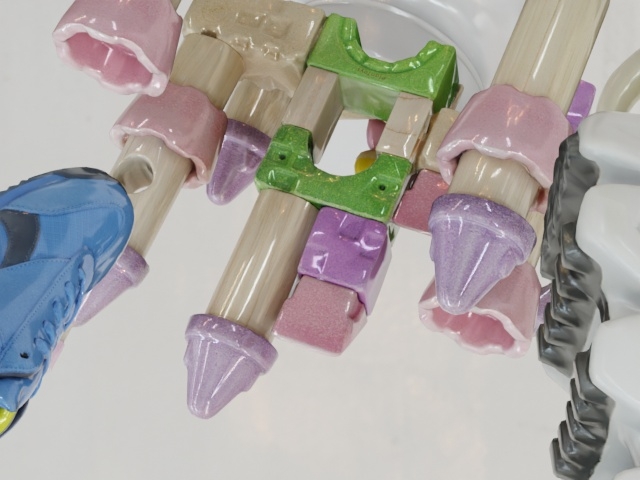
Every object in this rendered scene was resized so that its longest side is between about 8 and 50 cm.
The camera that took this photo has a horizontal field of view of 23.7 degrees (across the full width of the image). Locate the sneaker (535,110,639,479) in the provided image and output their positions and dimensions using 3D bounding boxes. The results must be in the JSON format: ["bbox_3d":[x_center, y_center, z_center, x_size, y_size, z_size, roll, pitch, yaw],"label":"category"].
[{"bbox_3d":[0.113,0.108,0.308,0.118,0.110,0.292,-2,72,0],"label":"sneaker"}]

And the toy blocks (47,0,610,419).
[{"bbox_3d":[0.000,0.000,0.881,0.289,0.309,0.260,17,69,14],"label":"toy blocks"}]

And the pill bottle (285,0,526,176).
[{"bbox_3d":[0.105,-0.244,1.249,0.229,0.407,0.229,19,149,12],"label":"pill bottle"}]

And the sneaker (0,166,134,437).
[{"bbox_3d":[-0.124,0.040,0.575,0.082,0.209,0.069,26,126,20],"label":"sneaker"}]

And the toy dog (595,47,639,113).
[{"bbox_3d":[0.450,-0.032,1.372,0.395,0.284,0.407,1,69,7],"label":"toy dog"}]
